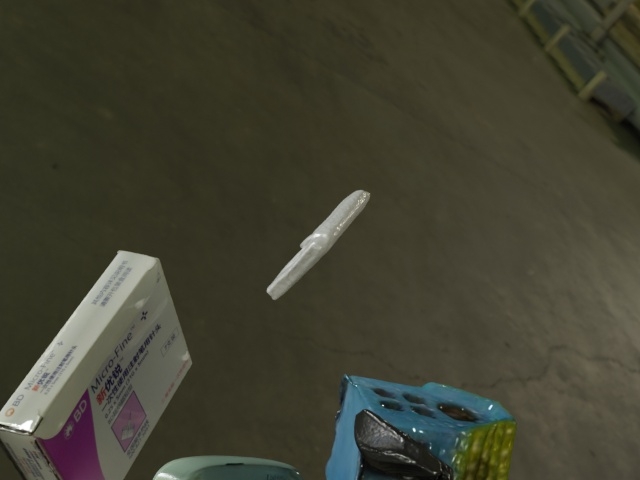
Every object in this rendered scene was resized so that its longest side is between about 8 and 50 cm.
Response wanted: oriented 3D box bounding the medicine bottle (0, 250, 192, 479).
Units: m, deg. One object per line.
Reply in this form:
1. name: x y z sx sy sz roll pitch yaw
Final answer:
1. medicine bottle: -0.195 0.132 0.802 0.052 0.171 0.201 14 48 18

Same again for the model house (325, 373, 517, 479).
1. model house: 0.161 0.360 1.407 0.303 0.237 0.215 7 11 -17

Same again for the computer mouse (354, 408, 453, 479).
1. computer mouse: 0.091 0.255 1.070 0.099 0.057 0.172 40 -8 -30

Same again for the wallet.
1. wallet: 0.000 0.000 1.165 0.032 0.124 0.183 41 35 0

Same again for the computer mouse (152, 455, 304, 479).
1. computer mouse: -0.154 0.431 1.463 0.288 0.097 0.159 14 74 -39
